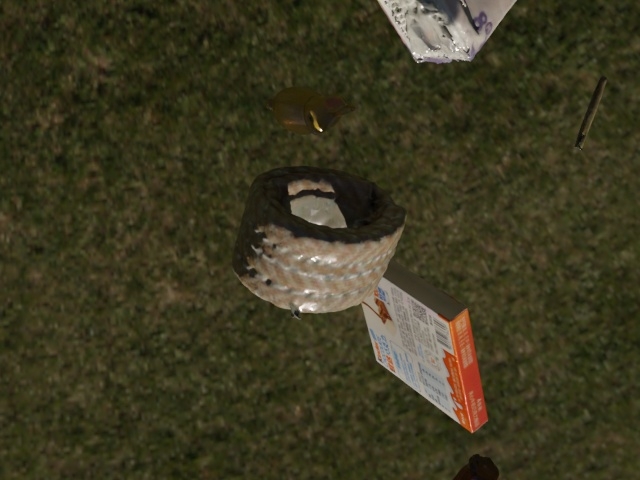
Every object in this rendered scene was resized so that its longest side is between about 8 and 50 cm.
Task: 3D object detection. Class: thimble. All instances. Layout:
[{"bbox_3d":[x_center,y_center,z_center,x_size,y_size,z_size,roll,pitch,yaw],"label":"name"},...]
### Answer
[{"bbox_3d":[-0.007,-0.003,1.661,0.229,0.196,0.148,-15,136,-44],"label":"thimble"}]

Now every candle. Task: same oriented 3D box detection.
[{"bbox_3d":[0.147,0.298,1.276,0.048,0.053,0.162,8,125,-28],"label":"candle"}]

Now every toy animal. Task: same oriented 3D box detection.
[{"bbox_3d":[-0.008,-0.187,1.702,0.083,0.159,0.070,12,91,-32],"label":"toy animal"}]

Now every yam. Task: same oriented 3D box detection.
[{"bbox_3d":[0.378,-0.178,1.651,0.014,0.014,0.107,13,102,-27],"label":"yam"}]

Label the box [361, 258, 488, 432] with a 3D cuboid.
[{"bbox_3d":[0.166,0.163,2.008,0.048,0.265,0.273,-35,133,-21],"label":"box"}]

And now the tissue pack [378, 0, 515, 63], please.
[{"bbox_3d":[0.193,-0.424,1.535,0.344,0.125,0.242,-51,124,-22],"label":"tissue pack"}]
